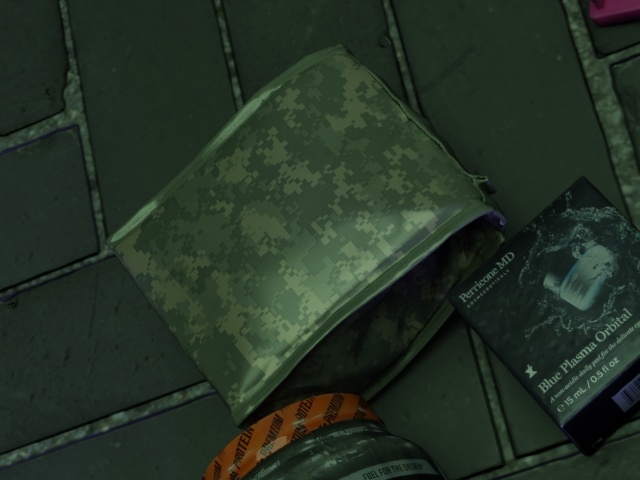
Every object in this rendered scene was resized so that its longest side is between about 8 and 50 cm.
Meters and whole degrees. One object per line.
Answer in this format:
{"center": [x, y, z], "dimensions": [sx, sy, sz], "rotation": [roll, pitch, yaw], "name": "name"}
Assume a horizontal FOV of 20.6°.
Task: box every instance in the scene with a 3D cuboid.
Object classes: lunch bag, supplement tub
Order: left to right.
{"center": [0.000, 0.000, 1.525], "dimensions": [0.287, 0.169, 0.235], "rotation": [-44, 59, 7], "name": "lunch bag"}
{"center": [0.049, 0.297, 1.358], "dimensions": [0.207, 0.207, 0.338], "rotation": [-36, 60, 7], "name": "supplement tub"}

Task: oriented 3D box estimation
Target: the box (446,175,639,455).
{"center": [0.218, 0.062, 1.448], "dimensions": [0.156, 0.093, 0.158], "rotation": [-42, 58, 3], "name": "box"}

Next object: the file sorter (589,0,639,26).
{"center": [0.299, -0.369, 1.517], "dimensions": [0.202, 0.182, 0.290], "rotation": [-8, 66, 33], "name": "file sorter"}
